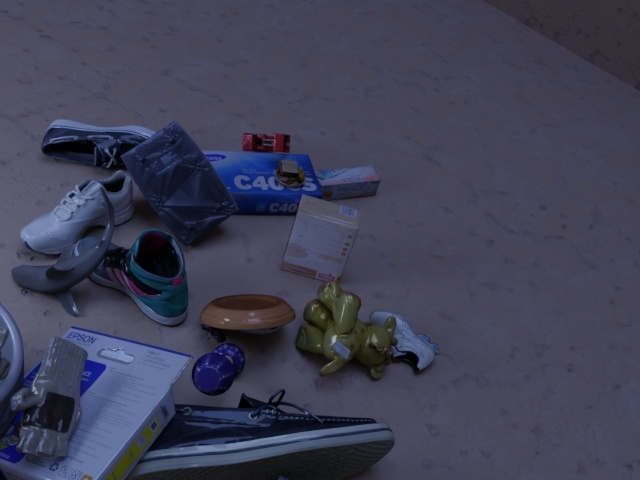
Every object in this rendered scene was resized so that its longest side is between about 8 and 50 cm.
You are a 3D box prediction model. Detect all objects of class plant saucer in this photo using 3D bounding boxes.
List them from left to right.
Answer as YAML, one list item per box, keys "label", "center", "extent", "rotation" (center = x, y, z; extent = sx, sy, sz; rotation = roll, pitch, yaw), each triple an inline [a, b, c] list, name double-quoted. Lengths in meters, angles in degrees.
- label: "plant saucer"
  center: [-0.152, 0.145, 1.784]
  extent: [0.200, 0.037, 0.200]
  rotation: [0, 9, 0]

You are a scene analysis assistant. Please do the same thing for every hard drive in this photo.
- label: "hard drive"
  center: [-0.326, -0.129, 1.980]
  extent: [0.172, 0.054, 0.254]
  rotation: [-37, 95, -17]

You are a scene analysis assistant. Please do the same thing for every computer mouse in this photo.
- label: "computer mouse"
  center: [-0.154, 0.182, 1.807]
  extent: [0.193, 0.042, 0.106]
  rotation: [-5, 9, -30]

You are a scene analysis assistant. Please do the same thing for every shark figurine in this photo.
- label: "shark figurine"
  center: [-0.500, 0.035, 1.721]
  extent: [0.166, 0.278, 0.116]
  rotation: [53, 6, 18]

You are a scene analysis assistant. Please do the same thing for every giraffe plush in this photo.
- label: "giraffe plush"
  center: [0.076, 0.203, 1.812]
  extent: [0.171, 0.181, 0.210]
  rotation: [18, 25, -35]

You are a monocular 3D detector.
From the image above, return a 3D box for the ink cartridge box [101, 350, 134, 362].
- label: "ink cartridge box"
  center: [-0.426, 0.283, 1.626]
  extent: [0.146, 0.045, 0.179]
  rotation: [16, 59, -4]

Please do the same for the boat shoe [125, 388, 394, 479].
- label: "boat shoe"
  center: [-0.108, 0.355, 1.546]
  extent: [0.501, 0.186, 0.156]
  rotation: [-1, 50, -14]

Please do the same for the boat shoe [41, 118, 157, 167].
- label: "boat shoe"
  center: [-0.524, -0.222, 2.081]
  extent: [0.301, 0.108, 0.102]
  rotation: [10, 41, -7]

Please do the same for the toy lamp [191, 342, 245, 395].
- label: "toy lamp"
  center: [-0.189, 0.239, 1.597]
  extent: [0.080, 0.080, 0.275]
  rotation: [20, 1, 1]

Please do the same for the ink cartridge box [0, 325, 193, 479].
- label: "ink cartridge box"
  center: [-0.411, 0.296, 1.473]
  extent: [0.304, 0.072, 0.307]
  rotation: [9, 40, 30]

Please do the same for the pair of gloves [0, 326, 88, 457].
- label: "pair of gloves"
  center: [-0.488, 0.235, 1.350]
  extent: [0.240, 0.042, 0.204]
  rotation: [22, 49, -33]

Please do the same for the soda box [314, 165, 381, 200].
- label: "soda box"
  center: [0.064, -0.151, 2.257]
  extent: [0.183, 0.058, 0.063]
  rotation: [-7, 47, -28]

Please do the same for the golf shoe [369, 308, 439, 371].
- label: "golf shoe"
  center: [0.172, 0.220, 1.886]
  extent: [0.176, 0.069, 0.086]
  rotation: [32, 48, 17]

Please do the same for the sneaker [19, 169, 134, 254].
- label: "sneaker"
  center: [-0.538, -0.072, 1.893]
  extent: [0.111, 0.129, 0.297]
  rotation: [37, 45, 17]

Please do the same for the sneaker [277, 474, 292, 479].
- label: "sneaker"
  center: [-0.049, 0.543, 1.421]
  extent: [0.121, 0.108, 0.302]
  rotation: [13, 49, -7]

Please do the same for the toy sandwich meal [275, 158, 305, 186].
- label: "toy sandwich meal"
  center: [-0.074, -0.167, 2.129]
  extent: [0.086, 0.029, 0.085]
  rotation: [11, 41, -9]

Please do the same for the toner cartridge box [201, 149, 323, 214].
- label: "toner cartridge box"
  center: [-0.182, -0.145, 2.146]
  extent: [0.348, 0.075, 0.165]
  rotation: [0, 43, -20]

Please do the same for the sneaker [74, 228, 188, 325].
- label: "sneaker"
  center: [-0.392, 0.037, 1.788]
  extent: [0.296, 0.178, 0.124]
  rotation: [31, 42, 15]

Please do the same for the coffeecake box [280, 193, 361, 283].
- label: "coffeecake box"
  center: [0.000, 0.000, 1.969]
  extent: [0.142, 0.185, 0.068]
  rotation: [16, 41, -4]

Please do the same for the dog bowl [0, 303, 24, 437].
- label: "dog bowl"
  center: [-0.650, 0.196, 1.389]
  extent: [0.349, 0.102, 0.348]
  rotation: [20, 40, -18]

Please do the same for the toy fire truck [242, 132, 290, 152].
- label: "toy fire truck"
  center: [-0.129, -0.252, 2.214]
  extent: [0.135, 0.047, 0.192]
  rotation: [4, 5, 13]
